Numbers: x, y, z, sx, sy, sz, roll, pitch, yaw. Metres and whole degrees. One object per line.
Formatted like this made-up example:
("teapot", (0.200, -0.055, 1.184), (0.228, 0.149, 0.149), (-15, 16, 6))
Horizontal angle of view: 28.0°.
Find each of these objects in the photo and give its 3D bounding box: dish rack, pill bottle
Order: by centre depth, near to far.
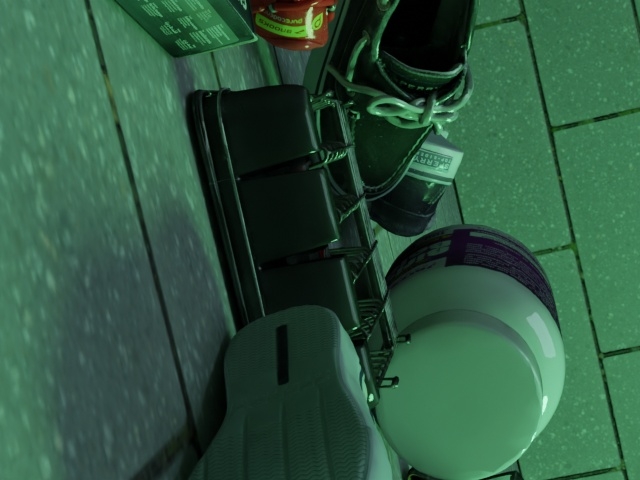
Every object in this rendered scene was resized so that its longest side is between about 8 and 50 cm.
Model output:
("dish rack", (0.000, 0.000, 0.829), (0.271, 0.074, 0.208), (-36, 115, -81))
("pill bottle", (0.120, 0.091, 1.089), (0.301, 0.169, 0.169), (-56, 132, -77))

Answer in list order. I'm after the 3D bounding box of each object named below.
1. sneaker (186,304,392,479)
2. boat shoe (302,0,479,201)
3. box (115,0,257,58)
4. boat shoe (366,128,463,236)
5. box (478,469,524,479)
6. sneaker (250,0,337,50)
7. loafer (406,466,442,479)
("sneaker", (-0.003, 0.117, 0.581), (0.258, 0.094, 0.091), (-79, 150, -68))
("boat shoe", (0.064, -0.132, 0.957), (0.105, 0.113, 0.306), (-117, -147, -41))
("box", (-0.093, -0.202, 0.604), (0.220, 0.051, 0.175), (40, 38, -75))
("boat shoe", (0.070, -0.067, 1.239), (0.301, 0.108, 0.102), (-113, -140, -76))
("box", (0.162, 0.376, 0.950), (0.295, 0.073, 0.293), (58, 30, -25))
("sneaker", (-0.006, -0.173, 0.757), (0.279, 0.107, 0.118), (-161, -107, -80))
("loafer", (0.128, 0.277, 1.163), (0.170, 0.062, 0.061), (55, 21, 24))
